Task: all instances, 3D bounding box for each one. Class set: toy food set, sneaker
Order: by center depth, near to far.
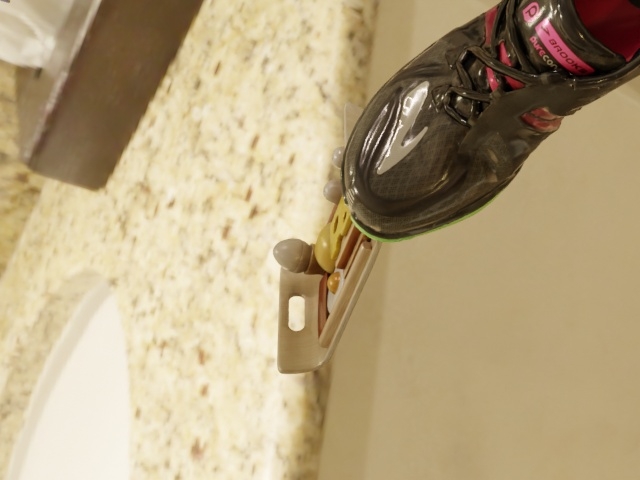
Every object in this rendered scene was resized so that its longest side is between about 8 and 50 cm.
[{"bbox_3d":[0.200,-0.181,0.888,0.483,0.202,0.185,-40,77,14],"label":"sneaker"},{"bbox_3d":[0.000,0.000,1.211,0.220,0.092,0.306,-90,16,-48],"label":"toy food set"}]

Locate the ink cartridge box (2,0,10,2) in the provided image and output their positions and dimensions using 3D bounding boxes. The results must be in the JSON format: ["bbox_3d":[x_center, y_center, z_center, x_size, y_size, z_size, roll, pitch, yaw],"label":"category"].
[{"bbox_3d":[-0.385,-0.340,0.872,0.208,0.045,0.206,21,125,35],"label":"ink cartridge box"}]
